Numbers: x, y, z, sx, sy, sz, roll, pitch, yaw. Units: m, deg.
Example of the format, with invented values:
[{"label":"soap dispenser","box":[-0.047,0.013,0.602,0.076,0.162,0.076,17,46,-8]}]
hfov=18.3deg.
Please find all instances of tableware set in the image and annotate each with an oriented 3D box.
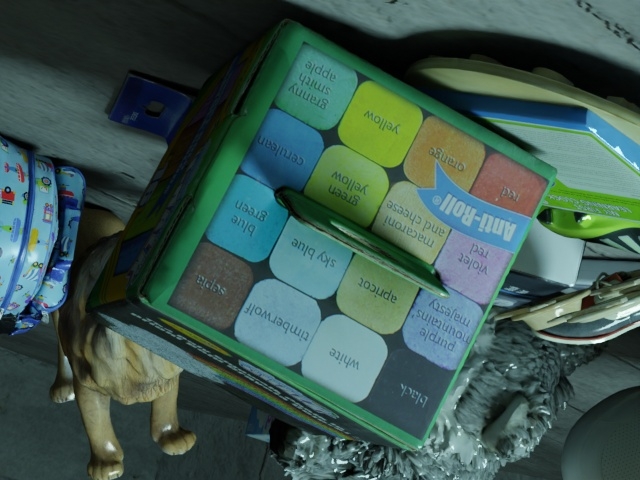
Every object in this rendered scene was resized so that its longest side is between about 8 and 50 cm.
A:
[{"label":"tableware set","box":[0.200,0.028,1.288,0.168,0.020,0.141,-19,180,-31]}]

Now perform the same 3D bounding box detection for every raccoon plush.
[{"label":"raccoon plush","box":[0.166,0.180,1.801,0.299,0.216,0.446,4,153,39]}]

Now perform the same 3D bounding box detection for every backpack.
[{"label":"backpack","box":[-0.259,-0.008,1.649,0.117,0.158,0.173,13,161,-17]}]

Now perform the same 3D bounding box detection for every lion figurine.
[{"label":"lion figurine","box":[-0.193,0.055,1.797,0.142,0.240,0.392,-15,-155,-21]}]

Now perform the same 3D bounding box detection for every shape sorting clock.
[{"label":"shape sorting clock","box":[0.143,-0.056,1.104,0.206,0.040,0.206,25,169,5]}]

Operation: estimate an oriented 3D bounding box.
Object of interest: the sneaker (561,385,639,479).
[{"label":"sneaker","box":[0.365,0.172,1.738,0.292,0.108,0.169,-11,-178,-32]}]

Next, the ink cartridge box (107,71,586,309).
[{"label":"ink cartridge box","box":[0.008,-0.028,1.397,0.332,0.065,0.165,17,171,-7]}]

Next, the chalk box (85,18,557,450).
[{"label":"chalk box","box":[0.000,0.000,1.125,0.180,0.179,0.289,29,169,-12]}]

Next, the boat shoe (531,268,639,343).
[{"label":"boat shoe","box":[0.214,0.039,1.400,0.137,0.043,0.049,-9,-146,-1]}]

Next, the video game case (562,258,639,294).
[{"label":"video game case","box":[0.297,0.052,1.537,0.183,0.023,0.201,22,167,-38]}]

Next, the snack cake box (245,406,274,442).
[{"label":"snack cake box","box":[0.014,0.143,2.069,0.089,0.152,0.264,18,169,-17]}]

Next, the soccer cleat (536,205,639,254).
[{"label":"soccer cleat","box":[0.216,-0.013,1.220,0.179,0.060,0.072,14,-178,38]}]
